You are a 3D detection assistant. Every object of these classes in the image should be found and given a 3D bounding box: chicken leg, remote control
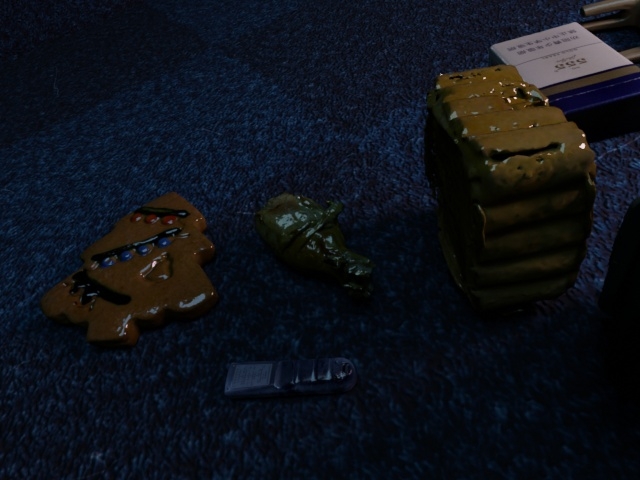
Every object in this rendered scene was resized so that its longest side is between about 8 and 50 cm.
[{"bbox_3d":[0.000,0.000,0.639,0.103,0.088,0.227,-32,42,-32],"label":"chicken leg"},{"bbox_3d":[-0.035,0.155,0.543,0.152,0.027,0.043,-8,50,12],"label":"remote control"}]

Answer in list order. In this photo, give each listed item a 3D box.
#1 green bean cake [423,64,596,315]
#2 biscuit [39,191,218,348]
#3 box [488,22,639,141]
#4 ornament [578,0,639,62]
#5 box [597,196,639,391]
[{"bbox_3d":[0.201,-0.058,0.538,0.131,0.230,0.224,-11,41,4],"label":"green bean cake"},{"bbox_3d":[-0.277,0.026,0.727,0.278,0.043,0.301,-8,46,10],"label":"biscuit"},{"bbox_3d":[0.401,-0.260,0.775,0.168,0.071,0.259,-13,45,5],"label":"box"},{"bbox_3d":[0.618,-0.373,0.824,0.244,0.061,0.230,-11,47,11],"label":"ornament"},{"bbox_3d":[0.339,0.046,0.352,0.220,0.290,0.166,20,76,32],"label":"box"}]
